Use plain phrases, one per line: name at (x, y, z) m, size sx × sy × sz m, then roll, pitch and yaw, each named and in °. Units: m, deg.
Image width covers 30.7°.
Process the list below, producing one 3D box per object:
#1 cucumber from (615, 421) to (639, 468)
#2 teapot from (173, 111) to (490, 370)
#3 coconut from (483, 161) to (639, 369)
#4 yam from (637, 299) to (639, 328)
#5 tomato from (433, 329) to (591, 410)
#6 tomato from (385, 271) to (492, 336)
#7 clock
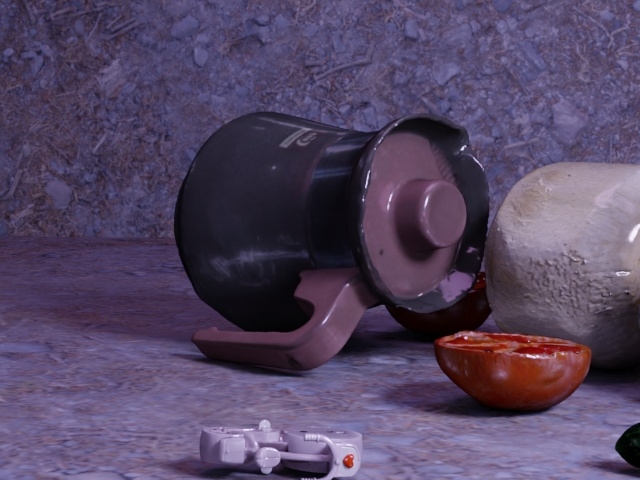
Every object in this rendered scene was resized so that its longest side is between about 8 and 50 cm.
cucumber at (0.326, 0.163, 0.874) m, size 0.215 × 0.052 × 0.058 m, roll 1°, pitch 32°, yaw 35°
teapot at (0.000, 0.000, 1.444) m, size 0.362 × 0.305 × 0.376 m, roll -5°, pitch 41°, yaw 47°
coconut at (0.311, 0.030, 1.384) m, size 0.245 × 0.245 × 0.247 m, roll -4°, pitch 5°, yaw -41°
yam at (0.509, 0.056, 1.161) m, size 0.348 × 0.241 × 0.241 m, roll -5°, pitch 6°, yaw -22°
tomato at (0.185, 0.131, 1.141) m, size 0.155 × 0.069 × 0.155 m, roll 2°, pitch 2°, yaw 0°
tomato at (0.174, 0.089, 1.619) m, size 0.166 × 0.082 × 0.174 m, roll -3°, pitch 7°, yaw 20°
clock at (-0.028, 0.163, 0.909) m, size 0.129 × 0.041 × 0.087 m, roll 4°, pitch 0°, yaw -10°
